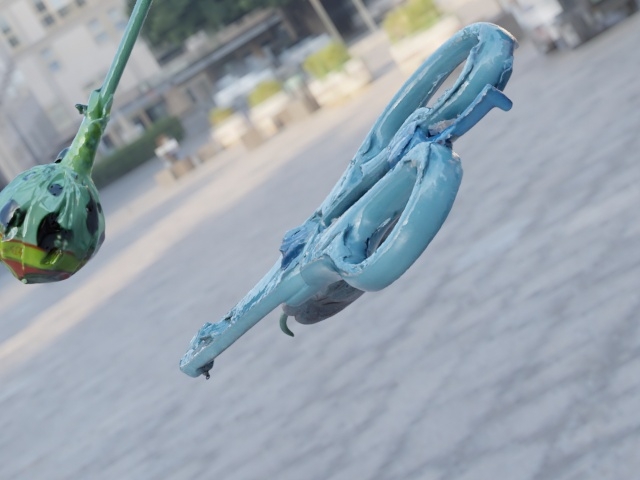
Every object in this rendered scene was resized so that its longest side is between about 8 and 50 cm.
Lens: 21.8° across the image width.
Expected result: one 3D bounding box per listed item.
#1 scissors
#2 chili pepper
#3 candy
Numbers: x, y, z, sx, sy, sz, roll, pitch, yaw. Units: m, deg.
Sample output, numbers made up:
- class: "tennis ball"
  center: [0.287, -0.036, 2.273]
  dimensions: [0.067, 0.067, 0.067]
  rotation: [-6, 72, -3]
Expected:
- class: "scissors"
  center: [-0.001, 0.000, 1.046]
  dimensions: [0.393, 0.032, 0.180]
  rotation: [-41, 21, 51]
- class: "chili pepper"
  center: [0.018, 0.019, 1.209]
  dimensions: [0.153, 0.041, 0.050]
  rotation: [-40, -27, 24]
- class: "candy"
  center: [-0.179, -0.108, 1.320]
  dimensions: [0.083, 0.091, 0.305]
  rotation: [28, 98, 45]
